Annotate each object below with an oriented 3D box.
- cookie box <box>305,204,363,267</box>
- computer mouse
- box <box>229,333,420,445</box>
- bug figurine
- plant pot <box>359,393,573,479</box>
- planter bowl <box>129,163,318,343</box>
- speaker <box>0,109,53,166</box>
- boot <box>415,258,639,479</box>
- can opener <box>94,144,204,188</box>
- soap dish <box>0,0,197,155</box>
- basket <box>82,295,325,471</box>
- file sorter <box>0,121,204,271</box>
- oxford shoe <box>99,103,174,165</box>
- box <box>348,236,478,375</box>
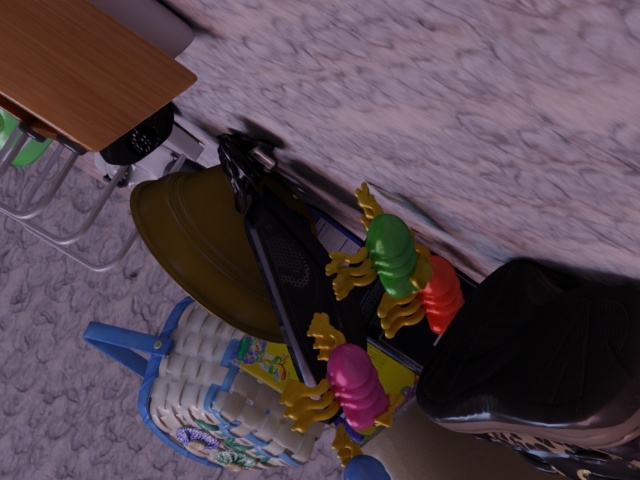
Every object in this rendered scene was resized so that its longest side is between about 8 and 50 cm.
[{"bbox_3d":[0.000,0.000,1.913,0.107,0.040,0.092,37,174,-36],"label":"cookie box"},{"bbox_3d":[-0.015,0.025,1.628,0.188,0.072,0.272,-166,56,-84],"label":"computer mouse"},{"bbox_3d":[0.104,0.171,2.173,0.279,0.177,0.290,35,175,-41],"label":"box"},{"bbox_3d":[0.055,0.094,1.476,0.072,0.279,0.216,6,149,25],"label":"bug figurine"},{"bbox_3d":[0.172,0.272,1.864,0.274,0.256,0.256,48,176,3],"label":"plant pot"},{"bbox_3d":[-0.069,-0.010,1.775,0.217,0.090,0.217,36,-158,-17],"label":"planter bowl"},{"bbox_3d":[-0.427,-0.205,2.082,0.296,0.131,0.131,35,175,-26],"label":"speaker"},{"bbox_3d":[0.240,0.141,1.309,0.284,0.138,0.377,34,170,-13],"label":"boot"},{"bbox_3d":[-0.155,-0.064,2.199,0.280,0.074,0.093,32,-150,25],"label":"can opener"},{"bbox_3d":[-0.245,-0.173,1.294,0.291,0.118,0.229,33,175,-21],"label":"soap dish"},{"bbox_3d":[-0.146,0.184,2.418,0.255,0.201,0.289,35,164,-38],"label":"basket"},{"bbox_3d":[-0.299,-0.116,1.882,0.193,0.173,0.278,27,173,41],"label":"file sorter"},{"bbox_3d":[-0.203,-0.136,1.737,0.096,0.083,0.227,51,-178,22],"label":"oxford shoe"},{"bbox_3d":[0.107,0.079,1.727,0.156,0.093,0.158,34,176,-20],"label":"box"}]
